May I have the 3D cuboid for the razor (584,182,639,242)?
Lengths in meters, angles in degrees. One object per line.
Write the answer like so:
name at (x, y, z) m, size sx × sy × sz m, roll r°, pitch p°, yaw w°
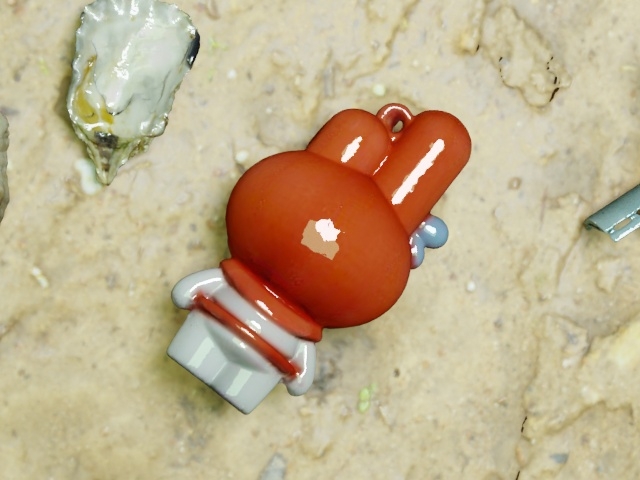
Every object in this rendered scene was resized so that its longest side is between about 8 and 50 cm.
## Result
razor at (0.325, 0.049, 1.142) m, size 0.106 × 0.068 × 0.232 m, roll -33°, pitch 103°, yaw -2°

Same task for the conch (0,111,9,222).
conch at (-0.365, -0.018, 1.011) m, size 0.291 × 0.159 × 0.210 m, roll -30°, pitch 95°, yaw -5°

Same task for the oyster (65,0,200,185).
oyster at (-0.149, -0.132, 1.082) m, size 0.122 × 0.045 × 0.146 m, roll -22°, pitch 88°, yaw -1°

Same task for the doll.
doll at (0.000, 0.000, 1.066) m, size 0.161 × 0.130 × 0.290 m, roll 39°, pitch 83°, yaw -4°
